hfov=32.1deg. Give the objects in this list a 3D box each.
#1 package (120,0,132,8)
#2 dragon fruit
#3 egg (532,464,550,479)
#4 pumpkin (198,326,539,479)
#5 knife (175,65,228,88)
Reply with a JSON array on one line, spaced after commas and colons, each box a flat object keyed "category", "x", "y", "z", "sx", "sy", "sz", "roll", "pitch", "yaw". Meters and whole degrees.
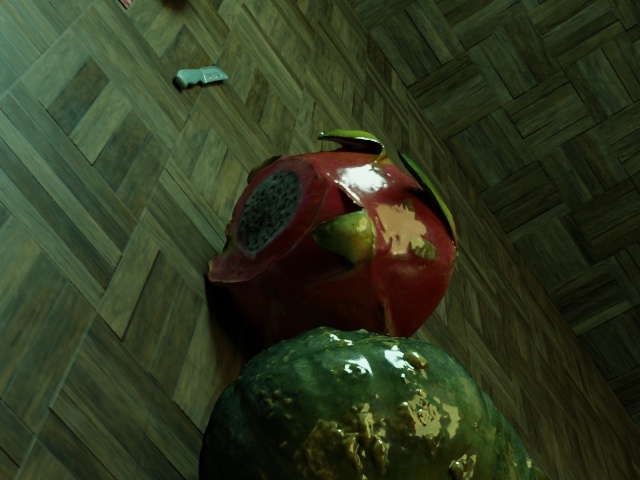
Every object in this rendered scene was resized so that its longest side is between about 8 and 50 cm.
[{"category": "package", "x": -0.277, "y": -0.369, "z": 1.567, "sx": 0.059, "sy": 0.029, "sz": 0.083, "roll": 57, "pitch": 26, "yaw": -31}, {"category": "dragon fruit", "x": 0.000, "y": 0.000, "z": 1.320, "sx": 0.189, "sy": 0.290, "sz": 0.291, "roll": 43, "pitch": 23, "yaw": -39}, {"category": "egg", "x": 0.169, "y": 0.344, "z": 1.263, "sx": 0.238, "sy": 0.238, "sz": 0.289, "roll": 50, "pitch": 7, "yaw": -27}, {"category": "pumpkin", "x": 0.046, "y": 0.229, "z": 1.024, "sx": 0.328, "sy": 0.291, "sz": 0.257, "roll": 61, "pitch": -2, "yaw": -30}, {"category": "knife", "x": -0.178, "y": -0.245, "z": 1.658, "sx": 0.028, "sy": 0.015, "sz": 0.210, "roll": 52, "pitch": 16, "yaw": -1}]
